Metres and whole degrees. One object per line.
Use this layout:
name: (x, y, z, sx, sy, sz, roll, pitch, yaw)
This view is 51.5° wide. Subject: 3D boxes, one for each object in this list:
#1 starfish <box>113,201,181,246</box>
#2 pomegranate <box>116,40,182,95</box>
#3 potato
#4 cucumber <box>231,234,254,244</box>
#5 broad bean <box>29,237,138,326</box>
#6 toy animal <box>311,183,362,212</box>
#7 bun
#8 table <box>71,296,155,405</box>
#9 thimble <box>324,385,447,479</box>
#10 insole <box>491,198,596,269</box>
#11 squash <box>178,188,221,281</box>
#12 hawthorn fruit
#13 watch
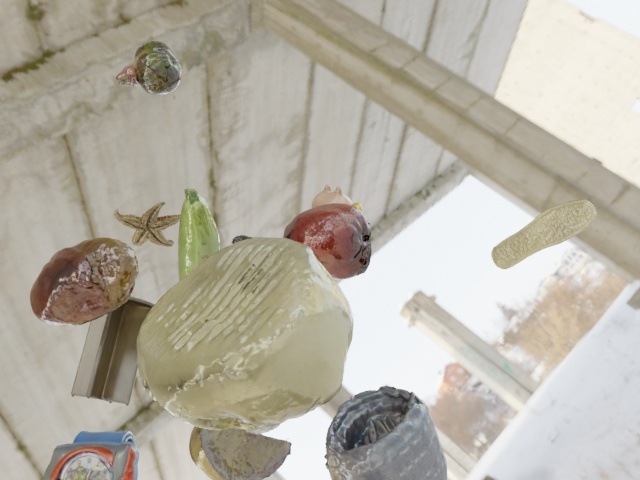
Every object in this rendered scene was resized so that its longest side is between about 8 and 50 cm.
starfish: (-0.530, -0.048, 2.043, 0.227, 0.043, 0.240, -35, -39, 24)
pomegranate: (-0.434, -0.434, 1.682, 0.163, 0.138, 0.125, -10, -11, -21)
potato: (-0.189, 0.479, 1.460, 0.098, 0.243, 0.138, -35, 37, 41)
cucumber: (-0.207, 0.017, 2.218, 0.053, 0.181, 0.053, 10, -90, -75)
broad bean: (-0.463, 0.083, 1.300, 0.228, 0.156, 0.122, -26, -27, 15)
toy animal: (0.046, -0.062, 2.144, 0.149, 0.165, 0.248, -20, -60, -40)
bun: (-0.112, 0.151, 1.056, 0.234, 0.361, 0.326, 55, -143, -39)
table: (-0.464, 0.244, 1.480, 0.167, 0.167, 0.227, 58, -142, -67)
thimble: (0.116, 0.394, 1.243, 0.236, 0.205, 0.172, -32, -73, -41)
insole: (0.491, -0.014, 1.478, 0.247, 0.081, 0.011, -34, -19, 24)
squash: (-0.314, 0.027, 1.726, 0.118, 0.118, 0.371, -28, -50, -44)
hawthorn fruit: (0.000, 0.000, 1.578, 0.189, 0.251, 0.190, 4, -90, -80)
watch: (-0.556, 0.645, 1.693, 0.274, 0.241, 0.305, 106, 166, -80)
